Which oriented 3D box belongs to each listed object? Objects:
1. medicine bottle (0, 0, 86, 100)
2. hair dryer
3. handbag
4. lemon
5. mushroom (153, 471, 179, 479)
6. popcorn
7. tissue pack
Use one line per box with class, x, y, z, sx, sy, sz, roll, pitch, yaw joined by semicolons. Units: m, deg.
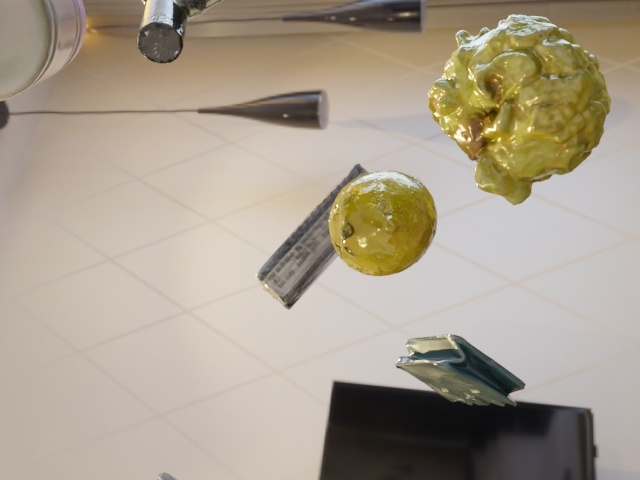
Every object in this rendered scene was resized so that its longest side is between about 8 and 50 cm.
medicine bottle;-0.458;-0.316;0.901;0.316;0.202;0.202;-121;26;-67
hair dryer;-0.149;-0.388;0.965;0.320;0.284;0.155;-115;9;-50
handbag;0.250;0.247;1.160;0.062;0.179;0.229;-58;8;-18
lemon;0.103;-0.029;1.026;0.206;0.174;0.173;-41;-48;-64
mushroom;-0.234;0.518;1.188;0.081;0.223;0.092;-60;17;-11
popcorn;0.246;-0.175;0.814;0.216;0.235;0.181;-60;-21;16
tissue pack;0.000;0.000;1.689;0.394;0.124;0.288;-47;-7;-8
